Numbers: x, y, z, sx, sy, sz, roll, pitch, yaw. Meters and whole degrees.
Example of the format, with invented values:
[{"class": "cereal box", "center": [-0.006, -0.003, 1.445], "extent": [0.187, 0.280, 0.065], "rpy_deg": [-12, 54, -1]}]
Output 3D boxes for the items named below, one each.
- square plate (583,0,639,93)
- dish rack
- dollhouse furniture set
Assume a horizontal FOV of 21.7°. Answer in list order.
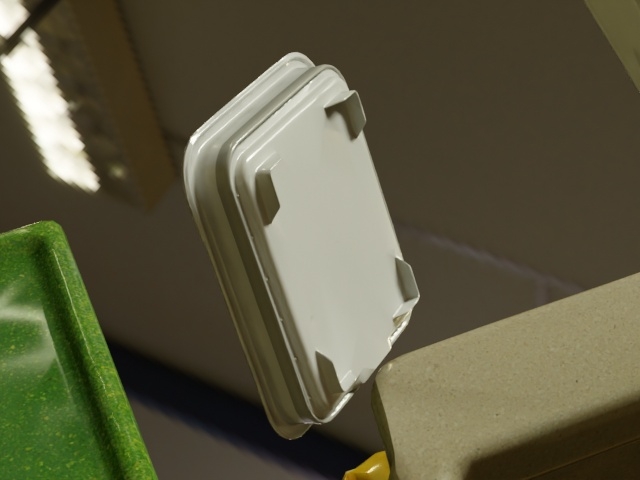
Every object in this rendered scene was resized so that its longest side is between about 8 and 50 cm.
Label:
[{"class": "square plate", "center": [0.192, -0.259, 0.925], "extent": [0.344, 0.049, 0.347], "rpy_deg": [61, -18, 5]}, {"class": "dish rack", "center": [0.000, 0.000, 1.656], "extent": [0.072, 0.285, 0.333], "rpy_deg": [-5, -65, 30]}, {"class": "dollhouse furniture set", "center": [0.003, 0.093, 0.536], "extent": [0.151, 0.301, 0.197], "rpy_deg": [-124, -158, -48]}]
